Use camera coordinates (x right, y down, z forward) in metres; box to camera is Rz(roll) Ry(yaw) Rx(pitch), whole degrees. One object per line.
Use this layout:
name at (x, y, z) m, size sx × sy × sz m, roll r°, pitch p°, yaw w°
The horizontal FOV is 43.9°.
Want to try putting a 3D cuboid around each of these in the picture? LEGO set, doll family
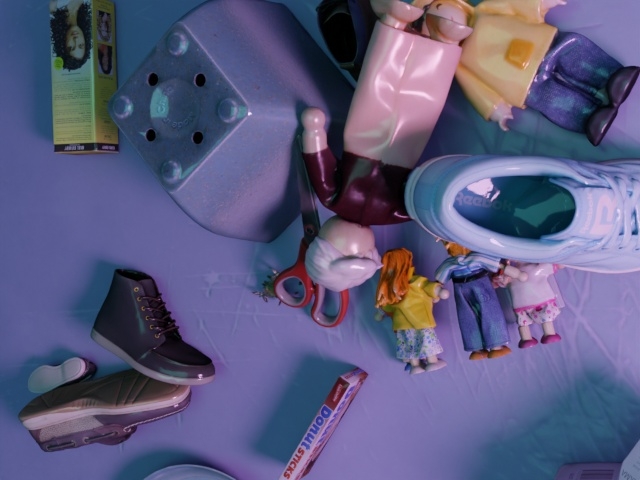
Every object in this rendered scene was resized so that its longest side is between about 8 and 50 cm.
LEGO set at (-0.054, 0.065, 1.123) m, size 0.083 × 0.023 × 0.054 m, roll 5°, pitch 98°, yaw 10°
doll family at (0.158, 0.066, 0.960) m, size 0.263 × 0.118 × 0.163 m, roll -17°, pitch 84°, yaw 31°

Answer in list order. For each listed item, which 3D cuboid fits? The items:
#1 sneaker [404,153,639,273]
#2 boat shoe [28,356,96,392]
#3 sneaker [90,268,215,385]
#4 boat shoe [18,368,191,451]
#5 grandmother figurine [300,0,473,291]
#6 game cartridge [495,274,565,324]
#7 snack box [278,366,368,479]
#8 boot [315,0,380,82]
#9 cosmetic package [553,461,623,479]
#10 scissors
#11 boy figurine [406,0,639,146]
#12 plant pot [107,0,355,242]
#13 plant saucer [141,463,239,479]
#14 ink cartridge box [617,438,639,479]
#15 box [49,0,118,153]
sneaker at (0.278, -0.022, 0.838) m, size 0.366 × 0.150 × 0.135 m, roll 1°, pitch 100°, yaw -3°
boat shoe at (-0.418, 0.218, 1.282) m, size 0.125 × 0.038 × 0.046 m, roll -24°, pitch 64°, yaw 22°
sneaker at (-0.242, 0.127, 1.173) m, size 0.222 × 0.083 × 0.118 m, roll 21°, pitch 101°, yaw 22°
boat shoe at (-0.320, 0.264, 1.214) m, size 0.285 × 0.103 × 0.092 m, roll -13°, pitch 113°, yaw 13°
grandmother figurine at (0.070, -0.095, 0.926) m, size 0.207 × 0.104 × 0.342 m, roll 20°, pitch 106°, yaw -3°
game cartridge at (0.254, 0.068, 0.986) m, size 0.083 × 0.017 × 0.056 m, roll -22°, pitch 80°, yaw 23°
snack box at (0.004, 0.253, 1.081) m, size 0.022 × 0.064 × 0.178 m, roll 35°, pitch 106°, yaw 20°
boot at (0.042, -0.307, 1.007) m, size 0.082 × 0.106 × 0.219 m, roll -12°, pitch 88°, yaw 24°
cosmetic package at (0.330, 0.386, 0.918) m, size 0.085 × 0.117 × 0.231 m, roll -8°, pitch 88°, yaw 25°
scissors at (0.000, 0.000, 1.007) m, size 0.109 × 0.021 × 0.297 m, roll 23°, pitch 134°, yaw 13°
boy figurine at (0.229, -0.227, 0.940) m, size 0.285 × 0.092 × 0.177 m, roll 33°, pitch 109°, yaw 16°
plant pot at (-0.116, -0.154, 1.008) m, size 0.248 × 0.252 × 0.247 m, roll -43°, pitch 77°, yaw 21°
plant saucer at (-0.169, 0.485, 1.185) m, size 0.317 × 0.043 × 0.318 m, roll 1°, pitch 93°, yaw 25°
ink cartridge box at (0.383, 0.315, 0.855) m, size 0.181 × 0.056 × 0.225 m, roll 35°, pitch 95°, yaw -14°
box at (-0.362, -0.249, 1.217) m, size 0.087 × 0.058 × 0.232 m, roll -1°, pitch 94°, yaw 24°
